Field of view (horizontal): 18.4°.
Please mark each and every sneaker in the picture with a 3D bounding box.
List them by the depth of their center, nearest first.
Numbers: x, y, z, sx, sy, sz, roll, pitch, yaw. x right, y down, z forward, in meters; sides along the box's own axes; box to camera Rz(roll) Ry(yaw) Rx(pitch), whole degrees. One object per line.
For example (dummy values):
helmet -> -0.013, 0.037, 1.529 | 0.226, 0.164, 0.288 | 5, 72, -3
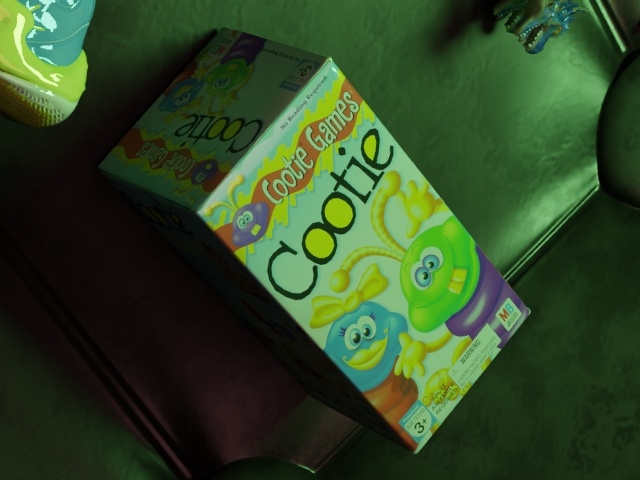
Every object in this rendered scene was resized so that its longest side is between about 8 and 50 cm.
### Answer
sneaker -> -0.240, -0.175, 1.247 | 0.240, 0.091, 0.126 | 35, 65, -35

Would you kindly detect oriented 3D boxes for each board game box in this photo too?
board game box -> 0.000, 0.000, 1.408 | 0.142, 0.144, 0.275 | -50, 125, -12

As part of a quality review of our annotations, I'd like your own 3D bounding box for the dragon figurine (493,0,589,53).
dragon figurine -> 0.177, -0.289, 1.477 | 0.144, 0.085, 0.289 | 23, 91, -36
